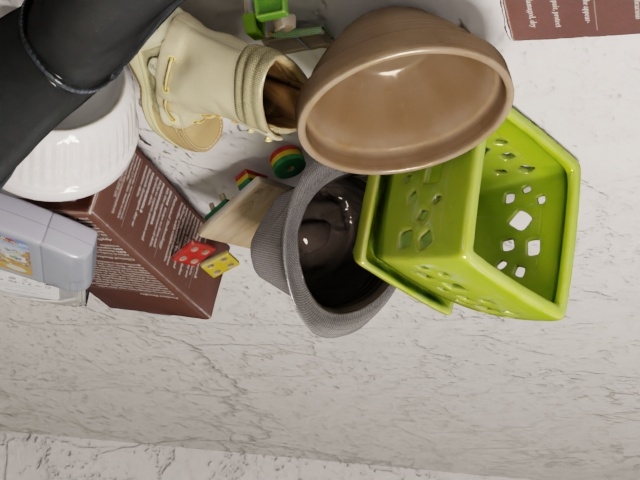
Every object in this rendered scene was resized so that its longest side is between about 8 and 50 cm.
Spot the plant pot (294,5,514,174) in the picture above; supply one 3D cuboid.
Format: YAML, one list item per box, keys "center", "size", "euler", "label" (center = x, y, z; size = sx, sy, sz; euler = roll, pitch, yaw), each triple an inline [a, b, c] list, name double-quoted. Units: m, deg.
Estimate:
- center: [0.085, -0.178, 1.259]
  size: [0.237, 0.109, 0.237]
  euler: [-7, 153, -4]
  label: "plant pot"

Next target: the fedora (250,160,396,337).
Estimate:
- center: [0.000, 0.000, 1.545]
  size: [0.124, 0.275, 0.243]
  euler: [3, 117, 41]
  label: "fedora"

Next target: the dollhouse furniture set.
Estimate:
- center: [-0.040, -0.252, 1.266]
  size: [0.076, 0.058, 0.152]
  euler: [-8, 171, 15]
  label: "dollhouse furniture set"

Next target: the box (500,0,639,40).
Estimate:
- center: [0.248, -0.283, 0.947]
  size: [0.203, 0.168, 0.167]
  euler: [-1, 153, 17]
  label: "box"

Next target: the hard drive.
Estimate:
- center: [-0.503, 0.016, 1.925]
  size: [0.237, 0.064, 0.339]
  euler: [10, 154, -8]
  label: "hard drive"

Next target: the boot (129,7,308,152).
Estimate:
- center: [-0.106, -0.160, 1.327]
  size: [0.203, 0.095, 0.262]
  euler: [25, 155, 21]
  label: "boot"

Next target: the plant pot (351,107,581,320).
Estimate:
- center: [0.178, -0.029, 1.461]
  size: [0.207, 0.227, 0.228]
  euler: [-8, 152, 42]
  label: "plant pot"

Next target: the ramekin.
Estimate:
- center: [-0.312, -0.159, 1.338]
  size: [0.207, 0.207, 0.109]
  euler: [11, 146, -7]
  label: "ramekin"

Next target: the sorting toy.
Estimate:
- center: [-0.097, -0.044, 1.650]
  size: [0.274, 0.046, 0.132]
  euler: [-40, 146, 28]
  label: "sorting toy"

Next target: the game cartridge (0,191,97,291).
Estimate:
- center: [-0.446, -0.016, 1.531]
  size: [0.297, 0.062, 0.198]
  euler: [18, 164, -5]
  label: "game cartridge"

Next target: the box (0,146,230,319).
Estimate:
- center: [-0.300, -0.020, 1.683]
  size: [0.191, 0.143, 0.381]
  euler: [5, 155, 23]
  label: "box"

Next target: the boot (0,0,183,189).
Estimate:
- center: [-0.210, -0.198, 1.016]
  size: [0.146, 0.367, 0.445]
  euler: [48, 139, -17]
  label: "boot"
